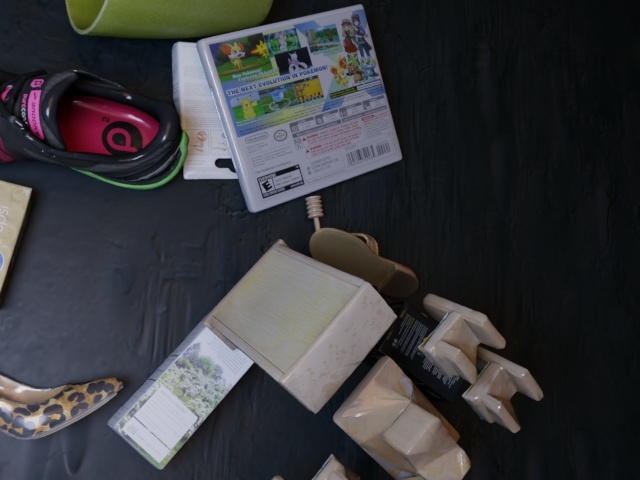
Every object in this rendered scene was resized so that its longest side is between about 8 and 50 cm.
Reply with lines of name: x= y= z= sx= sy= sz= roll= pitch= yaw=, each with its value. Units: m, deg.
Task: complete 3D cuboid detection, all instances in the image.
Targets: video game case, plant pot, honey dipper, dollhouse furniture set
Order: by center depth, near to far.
dollhouse furniture set: x=0.052 y=0.212 z=0.900 sx=0.362 sy=0.256 sz=0.394 roll=-48 pitch=120 yaw=-13
plant pot: x=-0.231 y=-0.446 z=1.015 sx=0.293 sy=0.274 sz=0.275 roll=2 pitch=77 yaw=-39
honey dipper: x=0.000 y=0.000 z=1.107 sx=0.030 sy=0.030 sz=0.161 roll=-7 pitch=82 yaw=-23
video game case: x=-0.024 y=-0.242 z=1.109 sx=0.329 sy=0.036 sz=0.300 roll=-22 pitch=103 yaw=-24

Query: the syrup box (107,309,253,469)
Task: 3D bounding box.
syrup box: x=-0.201 y=0.218 z=0.939 sx=0.093 sy=0.096 sz=0.237 roll=46 pitch=64 yaw=-10

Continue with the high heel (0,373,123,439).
high heel: x=-0.425 y=0.183 z=0.855 sx=0.261 sy=0.093 sz=0.186 roll=-18 pitch=90 yaw=-16

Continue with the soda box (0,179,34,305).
soda box: x=-0.475 y=0.006 z=0.899 sx=0.061 sy=0.058 sz=0.181 roll=15 pitch=73 yaw=-18

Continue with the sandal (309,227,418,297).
sandal: x=0.071 y=0.026 z=1.116 sx=0.240 sy=0.088 sz=0.079 roll=27 pitch=27 yaw=-27

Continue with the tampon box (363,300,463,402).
tampon box: x=0.162 y=0.196 z=1.076 sx=0.161 sy=0.120 sz=0.101 roll=37 pitch=69 yaw=-11

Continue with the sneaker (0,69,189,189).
sneaker: x=-0.428 y=-0.187 z=0.883 sx=0.482 sy=0.202 sz=0.185 roll=1 pitch=77 yaw=-22

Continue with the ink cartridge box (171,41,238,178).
ink cartridge box: x=-0.162 y=-0.227 z=1.094 sx=0.189 sy=0.066 sz=0.232 roll=-3 pitch=98 yaw=-23
